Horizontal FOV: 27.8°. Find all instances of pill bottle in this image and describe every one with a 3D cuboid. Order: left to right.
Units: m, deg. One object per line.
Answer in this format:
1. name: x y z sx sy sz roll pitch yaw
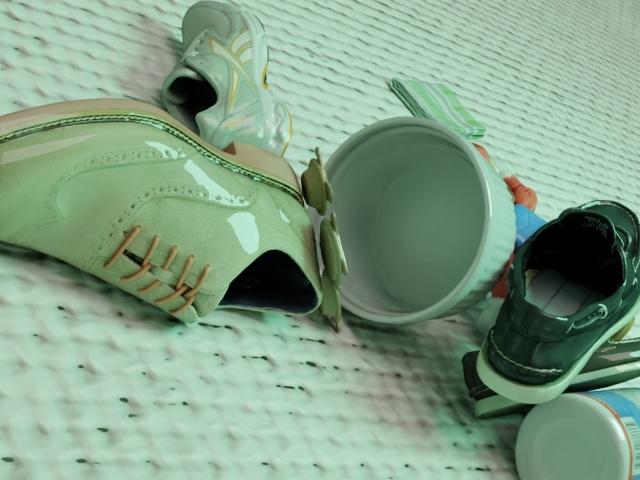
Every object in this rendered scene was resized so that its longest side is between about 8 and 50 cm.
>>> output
1. pill bottle: 0.305 0.213 1.321 0.221 0.124 0.124 5 44 -51

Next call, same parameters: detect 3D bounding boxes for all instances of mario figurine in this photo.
1. mario figurine: 0.210 0.013 1.505 0.320 0.170 0.198 38 10 1

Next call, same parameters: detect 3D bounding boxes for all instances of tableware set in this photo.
1. tableware set: 0.000 0.000 1.231 0.020 0.168 0.141 -10 64 -13

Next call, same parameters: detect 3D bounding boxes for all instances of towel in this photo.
1. towel: 0.172 -0.193 1.859 0.113 0.023 0.152 52 28 19

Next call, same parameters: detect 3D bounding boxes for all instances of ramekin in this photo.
1. ramekin: 0.100 -0.015 1.308 0.109 0.207 0.207 13 37 -58

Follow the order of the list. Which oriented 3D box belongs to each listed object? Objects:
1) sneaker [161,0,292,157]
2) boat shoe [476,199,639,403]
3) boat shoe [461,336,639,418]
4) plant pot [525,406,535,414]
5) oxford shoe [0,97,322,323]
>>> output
1. sneaker: -0.119 -0.181 1.382 0.121 0.099 0.262 14 36 -35
2. boat shoe: 0.259 0.026 1.301 0.127 0.113 0.340 27 40 23
3. boat shoe: 0.257 0.123 1.325 0.228 0.081 0.068 -12 72 -15
4. plant pot: 0.239 0.148 1.393 0.083 0.083 0.079 24 44 -31
5. oxford shoe: -0.134 -0.013 1.067 0.397 0.140 0.146 6 50 -47
